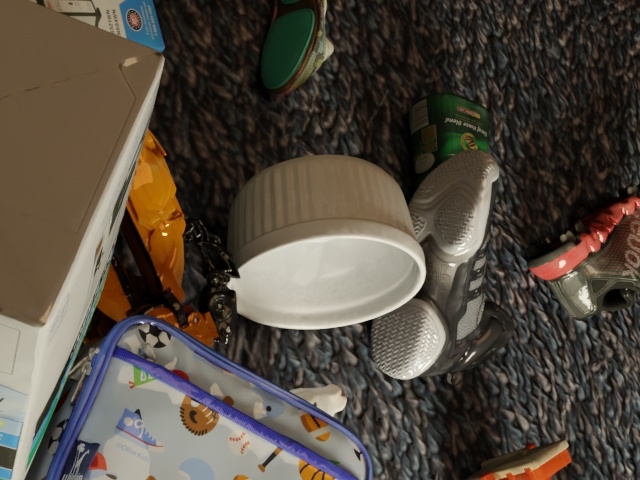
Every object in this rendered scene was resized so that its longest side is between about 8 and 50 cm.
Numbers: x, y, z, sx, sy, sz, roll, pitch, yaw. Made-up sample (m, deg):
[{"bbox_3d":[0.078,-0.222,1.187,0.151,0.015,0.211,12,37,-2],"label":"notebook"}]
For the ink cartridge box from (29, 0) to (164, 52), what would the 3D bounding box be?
[{"bbox_3d":[-0.272,-0.238,1.421,0.203,0.086,0.148,-7,78,-43],"label":"ink cartridge box"}]

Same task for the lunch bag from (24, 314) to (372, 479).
[{"bbox_3d":[-0.109,0.208,1.257,0.303,0.115,0.243,33,58,-19],"label":"lunch bag"}]

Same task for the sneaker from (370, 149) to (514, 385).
[{"bbox_3d":[0.159,0.037,1.642,0.153,0.101,0.269,20,92,-46],"label":"sneaker"}]

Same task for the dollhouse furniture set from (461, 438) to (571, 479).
[{"bbox_3d":[0.253,0.363,1.603,0.262,0.135,0.259,-23,89,-44],"label":"dollhouse furniture set"}]

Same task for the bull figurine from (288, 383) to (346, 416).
[{"bbox_3d":[-0.011,0.298,1.423,0.188,0.101,0.310,36,53,-27],"label":"bull figurine"}]

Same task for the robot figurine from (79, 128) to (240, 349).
[{"bbox_3d":[-0.193,0.010,1.353,0.211,0.085,0.291,-29,108,-31],"label":"robot figurine"}]

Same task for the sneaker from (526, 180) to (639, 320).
[{"bbox_3d":[0.379,0.014,1.879,0.276,0.097,0.135,-33,95,-41],"label":"sneaker"}]

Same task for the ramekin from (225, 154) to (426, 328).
[{"bbox_3d":[0.000,0.000,1.489,0.207,0.207,0.109,17,54,-36],"label":"ramekin"}]

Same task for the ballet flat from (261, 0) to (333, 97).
[{"bbox_3d":[-0.019,-0.254,1.665,0.079,0.077,0.221,34,51,-51],"label":"ballet flat"}]

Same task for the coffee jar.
[{"bbox_3d":[0.155,-0.078,1.733,0.096,0.079,0.184,17,63,-35],"label":"coffee jar"}]

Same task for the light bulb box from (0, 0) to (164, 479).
[{"bbox_3d":[-0.331,-0.014,1.017,0.358,0.361,0.225,21,57,-3],"label":"light bulb box"}]
